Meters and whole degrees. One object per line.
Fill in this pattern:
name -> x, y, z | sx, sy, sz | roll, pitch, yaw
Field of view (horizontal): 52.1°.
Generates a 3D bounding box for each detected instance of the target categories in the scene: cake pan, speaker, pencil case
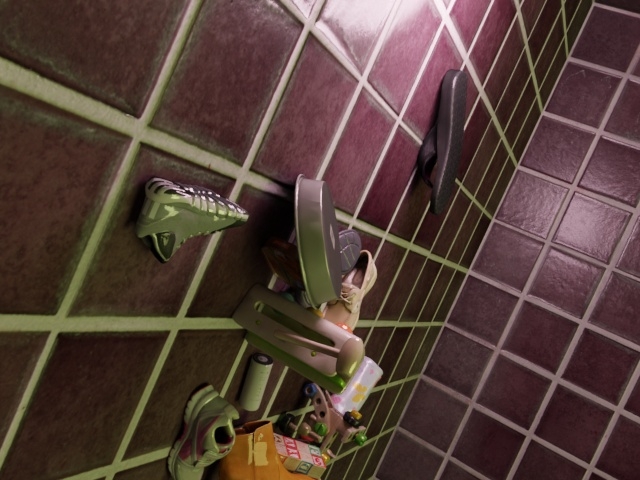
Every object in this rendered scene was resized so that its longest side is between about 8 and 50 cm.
cake pan -> 0.000, 0.000, 1.403 | 0.293, 0.054, 0.294 | -7, 90, -82
speaker -> -0.160, 0.349, 1.610 | 0.055, 0.055, 0.136 | -16, 128, -60
pencil case -> 0.103, 0.529, 2.275 | 0.273, 0.113, 0.124 | -52, -163, -29

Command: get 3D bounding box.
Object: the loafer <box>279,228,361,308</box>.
loafer -> -0.001, 0.064, 1.644 | 0.302, 0.095, 0.109 | -47, 122, -46

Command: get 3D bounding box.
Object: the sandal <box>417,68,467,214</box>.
sandal -> 0.374, -0.306, 2.043 | 0.167, 0.107, 0.446 | -19, 118, -57

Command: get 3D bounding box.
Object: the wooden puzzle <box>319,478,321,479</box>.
wooden puzzle -> -0.057, 0.768, 2.059 | 0.044, 0.239, 0.221 | -36, 166, 23

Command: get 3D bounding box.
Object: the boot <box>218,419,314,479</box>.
boot -> -0.127, 0.572, 1.698 | 0.295, 0.104, 0.211 | 3, 91, -38

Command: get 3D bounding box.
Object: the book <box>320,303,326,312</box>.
book -> -0.004, 0.142, 1.759 | 0.096, 0.035, 0.144 | -63, 158, -6

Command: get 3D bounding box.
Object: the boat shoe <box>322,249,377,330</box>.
boat shoe -> 0.071, 0.158, 1.845 | 0.302, 0.109, 0.098 | -57, 152, -31

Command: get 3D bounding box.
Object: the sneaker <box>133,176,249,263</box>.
sneaker -> -0.223, -0.022, 1.087 | 0.228, 0.086, 0.132 | 15, 105, -56

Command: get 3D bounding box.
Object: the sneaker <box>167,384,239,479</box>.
sneaker -> -0.254, 0.451, 1.442 | 0.103, 0.111, 0.252 | -18, 130, -59

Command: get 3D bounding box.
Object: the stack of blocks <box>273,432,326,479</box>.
stack of blocks -> -0.137, 0.704, 1.855 | 0.171, 0.087, 0.297 | 25, 105, -23

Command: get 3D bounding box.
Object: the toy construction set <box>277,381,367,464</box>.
toy construction set -> 0.021, 0.610, 2.023 | 0.257, 0.237, 0.309 | -54, 155, -22

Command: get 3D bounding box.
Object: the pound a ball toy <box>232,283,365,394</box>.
pound a ball toy -> -0.028, 0.193, 1.394 | 0.136, 0.319, 0.208 | -54, 155, -22

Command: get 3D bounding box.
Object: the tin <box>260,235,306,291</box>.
tin -> -0.069, 0.052, 1.441 | 0.040, 0.106, 0.190 | -63, 159, -22
